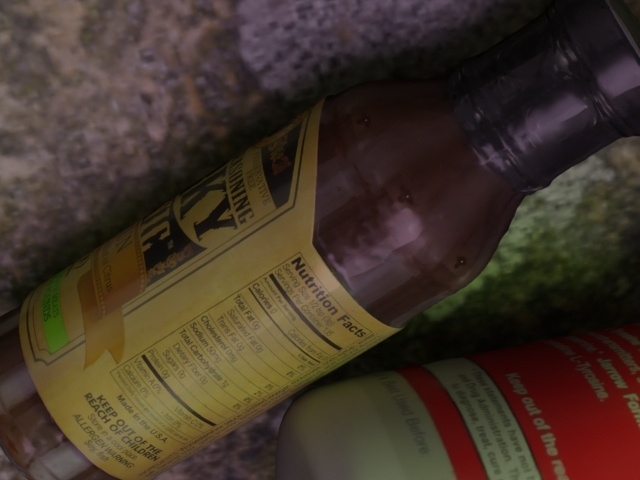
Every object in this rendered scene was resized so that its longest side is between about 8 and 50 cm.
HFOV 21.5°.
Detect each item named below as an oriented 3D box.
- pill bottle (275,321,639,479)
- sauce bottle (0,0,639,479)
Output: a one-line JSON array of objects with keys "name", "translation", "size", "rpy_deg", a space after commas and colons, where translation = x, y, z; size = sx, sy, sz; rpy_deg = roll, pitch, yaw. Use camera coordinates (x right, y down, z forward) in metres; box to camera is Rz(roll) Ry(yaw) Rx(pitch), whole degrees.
[{"name": "pill bottle", "translation": [0.197, 0.146, 0.816], "size": [0.407, 0.229, 0.229], "rpy_deg": [-10, 130, -10]}, {"name": "sauce bottle", "translation": [0.000, 0.000, 0.773], "size": [0.344, 0.111, 0.111], "rpy_deg": [-32, 125, 16]}]
